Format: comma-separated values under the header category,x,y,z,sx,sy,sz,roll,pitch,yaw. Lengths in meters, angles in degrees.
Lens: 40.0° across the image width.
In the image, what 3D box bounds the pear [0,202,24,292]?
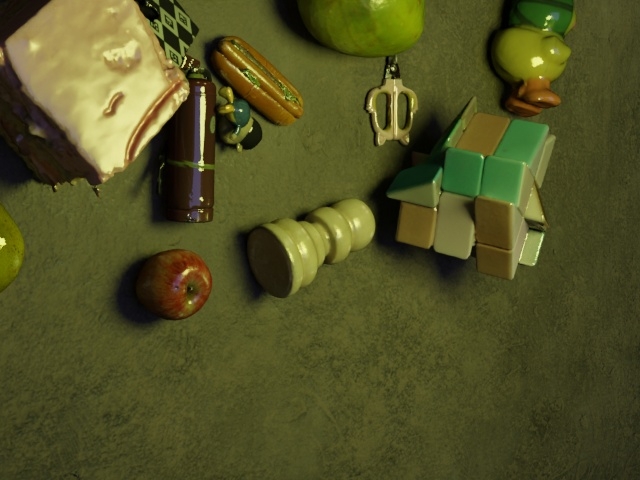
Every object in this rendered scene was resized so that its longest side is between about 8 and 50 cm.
category,x,y,z,sx,sy,sz,roll,pitch,yaw
pear,-0.607,0.012,1.501,0.198,0.198,0.198,-4,97,-35

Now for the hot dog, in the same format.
category,x,y,z,sx,sy,sz,roll,pitch,yaw
hot dog,-0.129,-0.337,1.869,0.249,0.068,0.100,37,73,-32

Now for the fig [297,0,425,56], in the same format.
category,x,y,z,sx,sy,sz,roll,pitch,yaw
fig,0.104,-0.521,1.917,0.326,0.258,0.258,18,84,-52

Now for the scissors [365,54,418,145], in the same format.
category,x,y,z,sx,sy,sz,roll,pitch,yaw
scissors,0.172,-0.385,2.102,0.160,0.024,0.317,-5,98,-34

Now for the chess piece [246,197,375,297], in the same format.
category,x,y,z,sx,sy,sz,roll,pitch,yaw
chess piece,0.000,0.000,1.951,0.300,0.167,0.167,-24,108,-35

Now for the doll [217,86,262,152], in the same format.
category,x,y,z,sx,sy,sz,roll,pitch,yaw
doll,-0.177,-0.243,1.821,0.179,0.089,0.102,58,24,-54

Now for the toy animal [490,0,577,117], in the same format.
category,x,y,z,sx,sy,sz,roll,pitch,yaw
toy animal,0.539,-0.500,2.249,0.191,0.216,0.338,15,83,-9

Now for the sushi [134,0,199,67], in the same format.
category,x,y,z,sx,sy,sz,roll,pitch,yaw
sushi,-0.358,-0.452,1.650,0.290,0.050,0.264,51,24,-26

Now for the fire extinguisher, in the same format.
category,x,y,z,sx,sy,sz,roll,pitch,yaw
fire extinguisher,-0.269,-0.208,1.756,0.141,0.105,0.341,-9,104,-51

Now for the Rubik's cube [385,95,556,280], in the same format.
category,x,y,z,sx,sy,sz,roll,pitch,yaw
Rubik's cube,0.369,-0.126,2.063,0.368,0.358,0.387,31,74,-66

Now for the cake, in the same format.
category,x,y,z,sx,sy,sz,roll,pitch,yaw
cake,-0.436,-0.284,1.514,0.314,0.307,0.293,49,66,-28

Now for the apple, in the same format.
category,x,y,z,sx,sy,sz,roll,pitch,yaw
apple,-0.296,0.088,1.762,0.146,0.131,0.146,-19,117,-42
